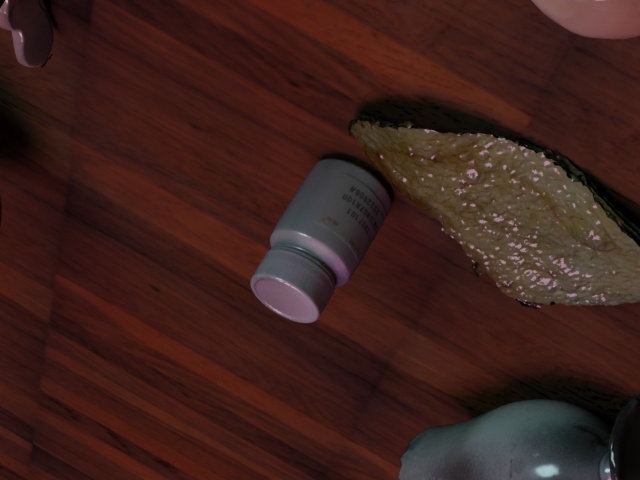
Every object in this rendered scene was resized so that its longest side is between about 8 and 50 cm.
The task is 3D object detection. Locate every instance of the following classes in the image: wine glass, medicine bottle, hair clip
[{"bbox_3d":[0.146,0.147,1.195,0.103,0.103,0.222,42,151,-21],"label":"wine glass"},{"bbox_3d":[0.000,0.000,1.102,0.052,0.089,0.052,24,152,14],"label":"medicine bottle"},{"bbox_3d":[-0.179,-0.176,1.049,0.072,0.034,0.226,28,152,8],"label":"hair clip"}]

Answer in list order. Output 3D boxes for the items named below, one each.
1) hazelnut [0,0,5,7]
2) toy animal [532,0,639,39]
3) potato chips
[{"bbox_3d":[-0.228,-0.180,0.899,0.251,0.217,0.217,53,170,38],"label":"hazelnut"},{"bbox_3d":[0.220,-0.153,0.513,0.345,0.278,0.247,-5,167,1],"label":"toy animal"},{"bbox_3d":[0.109,-0.009,1.052,0.209,0.026,0.142,18,148,19],"label":"potato chips"}]
